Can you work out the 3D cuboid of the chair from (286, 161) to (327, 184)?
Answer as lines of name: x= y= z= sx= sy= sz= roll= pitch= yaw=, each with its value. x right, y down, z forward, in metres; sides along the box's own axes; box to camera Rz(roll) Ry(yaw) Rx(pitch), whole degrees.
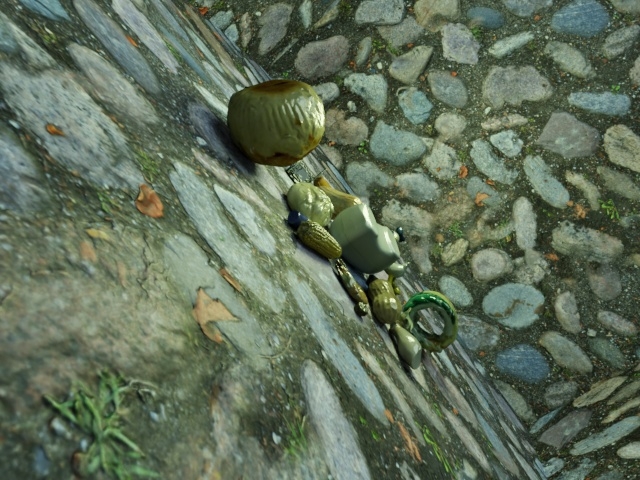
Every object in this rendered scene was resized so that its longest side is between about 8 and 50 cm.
chair: x=-0.097 y=-0.335 z=2.140 sx=0.145 sy=0.221 sz=0.140 roll=-41 pitch=95 yaw=-33

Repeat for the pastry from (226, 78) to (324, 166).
pastry: x=-0.171 y=-0.450 z=1.667 sx=0.389 sy=0.387 sz=0.313 roll=-104 pitch=-175 yaw=-58

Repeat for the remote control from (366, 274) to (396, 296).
remote control: x=0.302 y=0.245 z=2.090 sx=0.025 sy=0.063 sz=0.245 roll=8 pitch=-26 yaw=45

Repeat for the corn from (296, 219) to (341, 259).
corn: x=0.002 y=0.004 z=1.643 sx=0.260 sy=0.091 sz=0.091 roll=36 pitch=24 yaw=-53

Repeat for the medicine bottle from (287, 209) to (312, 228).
medicine bottle: x=-0.044 y=-0.049 z=1.681 sx=0.230 sy=0.059 sz=0.059 roll=35 pitch=22 yaw=-52

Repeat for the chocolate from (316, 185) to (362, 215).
chocolate: x=0.075 y=-0.182 z=2.095 sx=0.309 sy=0.134 sz=0.134 roll=26 pitch=0 yaw=28

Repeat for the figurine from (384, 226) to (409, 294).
figurine: x=0.344 y=0.079 z=2.243 sx=0.283 sy=0.339 sz=0.204 roll=21 pitch=-9 yaw=27

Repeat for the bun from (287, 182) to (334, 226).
bun: x=-0.035 y=-0.156 z=1.810 sx=0.229 sy=0.145 sz=0.229 roll=50 pitch=16 yaw=-20

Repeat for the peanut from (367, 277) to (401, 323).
peanut: x=0.275 y=0.257 z=1.838 sx=0.298 sy=0.120 sz=0.136 roll=-100 pitch=173 yaw=-63

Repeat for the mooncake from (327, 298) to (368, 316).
mooncake: x=0.096 y=0.236 z=1.466 sx=0.150 sy=0.057 sz=0.347 roll=41 pitch=7 yaw=5

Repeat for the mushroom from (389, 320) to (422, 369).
mushroom: x=0.342 y=0.418 z=1.735 sx=0.225 sy=0.093 sz=0.116 roll=54 pitch=-12 yaw=46

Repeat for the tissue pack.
tissue pack: x=0.193 y=0.008 z=1.977 sx=0.333 sy=0.235 sz=0.230 roll=40 pitch=27 yaw=-39

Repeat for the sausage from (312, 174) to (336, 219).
sausage: x=0.026 y=-0.247 z=2.305 sx=0.112 sy=0.112 sz=0.329 roll=37 pitch=21 yaw=-48

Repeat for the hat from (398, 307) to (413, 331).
hat: x=0.379 y=0.358 z=1.926 sx=0.166 sy=0.081 sz=0.123 roll=-38 pitch=125 yaw=-59

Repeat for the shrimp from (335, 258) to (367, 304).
shrimp: x=0.120 y=0.168 z=1.700 sx=0.217 sy=0.051 sz=0.115 roll=55 pitch=8 yaw=14

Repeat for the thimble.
thimble: x=0.532 y=0.392 z=2.055 sx=0.289 sy=0.254 sz=0.167 roll=67 pitch=18 yaw=4
